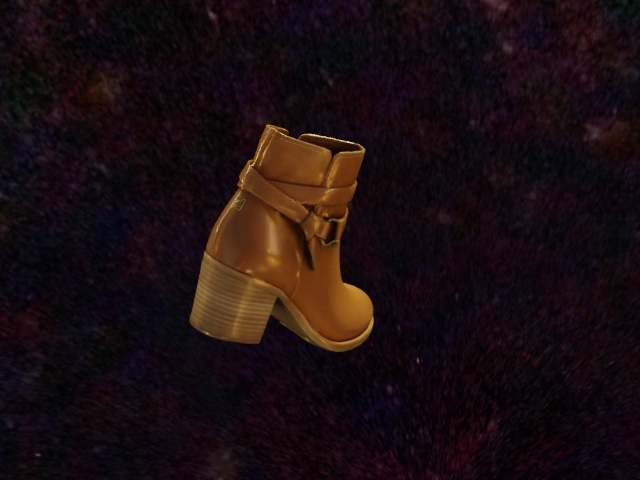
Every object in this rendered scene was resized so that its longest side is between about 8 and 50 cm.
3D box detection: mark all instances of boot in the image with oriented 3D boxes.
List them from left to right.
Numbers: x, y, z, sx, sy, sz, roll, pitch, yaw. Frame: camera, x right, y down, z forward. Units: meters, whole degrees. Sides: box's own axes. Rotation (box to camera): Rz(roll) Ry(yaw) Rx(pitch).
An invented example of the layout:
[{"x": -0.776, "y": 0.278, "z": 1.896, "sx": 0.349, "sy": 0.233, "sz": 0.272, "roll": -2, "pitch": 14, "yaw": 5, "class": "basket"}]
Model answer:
[{"x": 0.000, "y": 0.000, "z": 0.745, "sx": 0.073, "sy": 0.197, "sz": 0.152, "roll": 27, "pitch": 102, "yaw": 32, "class": "boot"}]
